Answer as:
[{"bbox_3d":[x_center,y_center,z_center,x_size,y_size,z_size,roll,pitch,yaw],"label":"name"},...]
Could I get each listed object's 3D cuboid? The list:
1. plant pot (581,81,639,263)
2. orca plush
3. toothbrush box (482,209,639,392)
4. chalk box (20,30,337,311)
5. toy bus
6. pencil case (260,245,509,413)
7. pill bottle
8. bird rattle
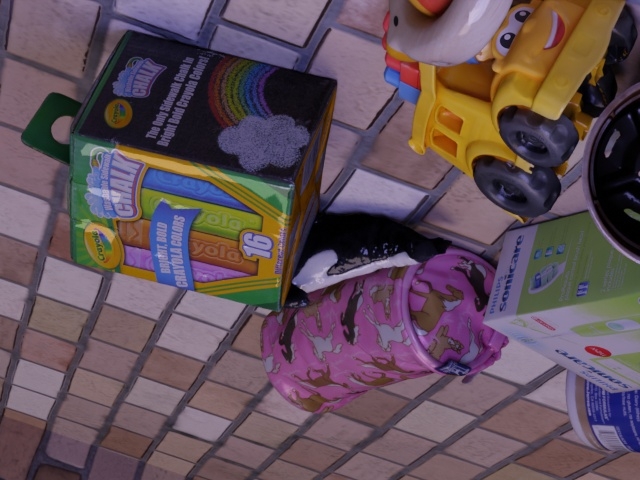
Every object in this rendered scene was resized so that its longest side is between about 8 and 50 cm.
[{"bbox_3d":[0.303,-0.061,1.503,0.167,0.167,0.165,16,-175,2],"label":"plant pot"},{"bbox_3d":[0.000,0.000,1.997,0.287,0.151,0.102,-2,121,46],"label":"orca plush"},{"bbox_3d":[0.349,0.061,1.857,0.206,0.122,0.283,29,157,-28],"label":"toothbrush box"},{"bbox_3d":[-0.149,-0.077,1.736,0.289,0.180,0.179,14,133,7],"label":"chalk box"},{"bbox_3d":[0.145,-0.147,1.497,0.211,0.149,0.220,30,158,10],"label":"toy bus"},{"bbox_3d":[0.073,0.117,2.155,0.160,0.167,0.386,-13,176,-32],"label":"pencil case"},{"bbox_3d":[0.435,0.177,2.033,0.265,0.153,0.153,-1,153,38],"label":"pill bottle"},{"bbox_3d":[0.110,-0.227,1.238,0.143,0.207,0.253,8,175,-32],"label":"bird rattle"}]
